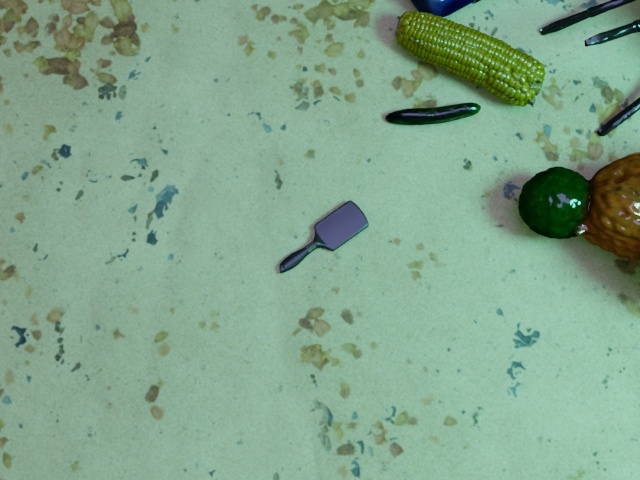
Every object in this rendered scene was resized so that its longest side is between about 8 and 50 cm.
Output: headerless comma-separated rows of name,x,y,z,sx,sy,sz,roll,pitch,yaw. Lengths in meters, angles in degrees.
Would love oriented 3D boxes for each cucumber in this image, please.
cucumber,0.218,-0.243,1.529,0.184,0.033,0.036,-7,95,0

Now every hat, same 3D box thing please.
hat,0.577,-0.052,1.421,0.400,0.285,0.285,15,76,31

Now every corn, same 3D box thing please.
corn,0.283,-0.358,1.519,0.313,0.102,0.102,27,79,5

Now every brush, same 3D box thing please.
brush,0.000,0.000,1.481,0.193,0.016,0.063,-35,79,-8

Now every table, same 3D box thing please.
table,0.594,-0.357,1.472,0.249,0.317,0.317,-27,78,7

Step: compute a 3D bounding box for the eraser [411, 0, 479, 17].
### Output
eraser,0.325,-0.568,1.568,0.332,0.101,0.155,-29,81,-5
